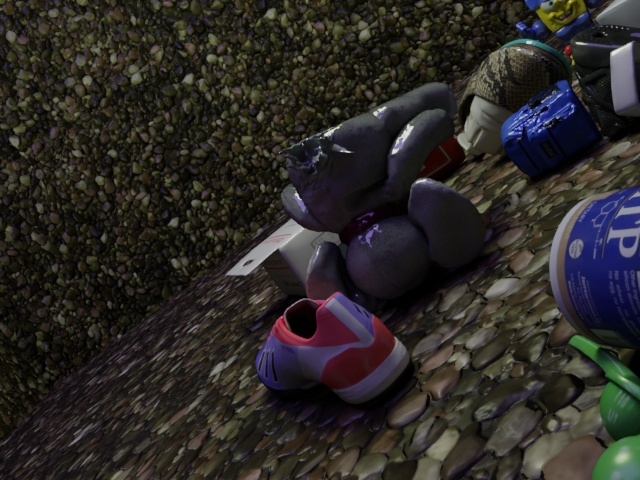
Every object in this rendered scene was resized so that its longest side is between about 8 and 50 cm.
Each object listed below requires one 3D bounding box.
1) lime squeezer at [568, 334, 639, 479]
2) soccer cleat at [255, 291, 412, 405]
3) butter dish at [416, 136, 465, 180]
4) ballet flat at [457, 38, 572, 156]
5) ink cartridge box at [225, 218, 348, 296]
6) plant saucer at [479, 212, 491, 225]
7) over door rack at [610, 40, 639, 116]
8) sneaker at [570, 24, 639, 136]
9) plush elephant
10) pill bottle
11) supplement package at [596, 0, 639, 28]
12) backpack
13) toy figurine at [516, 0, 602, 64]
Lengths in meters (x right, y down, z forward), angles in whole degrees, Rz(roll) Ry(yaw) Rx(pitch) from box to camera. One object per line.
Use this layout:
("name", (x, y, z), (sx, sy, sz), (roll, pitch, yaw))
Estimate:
("lime squeezer", (0.166, 0.126, 0.373), (0.310, 0.058, 0.110), (-50, -16, -51))
("soccer cleat", (-0.015, 0.120, 0.807), (0.108, 0.116, 0.318), (-42, 11, -23))
("butter dish", (0.185, -0.196, 1.372), (0.159, 0.160, 0.118), (-35, 36, 18))
("ballet flat", (0.328, -0.236, 1.232), (0.182, 0.164, 0.483), (-58, 0, 10))
("ink cartridge box", (0.000, 0.000, 1.310), (0.353, 0.119, 0.207), (-39, 10, -16))
("plant saucer", (0.203, -0.016, 0.961), (0.083, 0.015, 0.083), (-36, 9, 7))
("over door rack", (0.407, -0.198, 0.507), (0.324, 0.108, 0.239), (-15, -4, -31))
("sneaker", (0.415, -0.186, 0.832), (0.087, 0.130, 0.227), (-36, 36, -19))
("plush elephant", (0.079, -0.040, 0.916), (0.271, 0.256, 0.330), (-23, 7, 24))
("pill bottle", (0.239, 0.015, 0.400), (0.112, 0.112, 0.186), (-41, 10, -18))
("supplement package", (0.529, -0.342, 0.939), (0.244, 0.139, 0.134), (-43, 9, -25))
("backpack", (0.315, -0.151, 0.946), (0.120, 0.098, 0.101), (-32, 15, 26))
("toy figurine", (0.504, -0.483, 1.463), (0.362, 0.217, 0.191), (-31, 12, 32))
